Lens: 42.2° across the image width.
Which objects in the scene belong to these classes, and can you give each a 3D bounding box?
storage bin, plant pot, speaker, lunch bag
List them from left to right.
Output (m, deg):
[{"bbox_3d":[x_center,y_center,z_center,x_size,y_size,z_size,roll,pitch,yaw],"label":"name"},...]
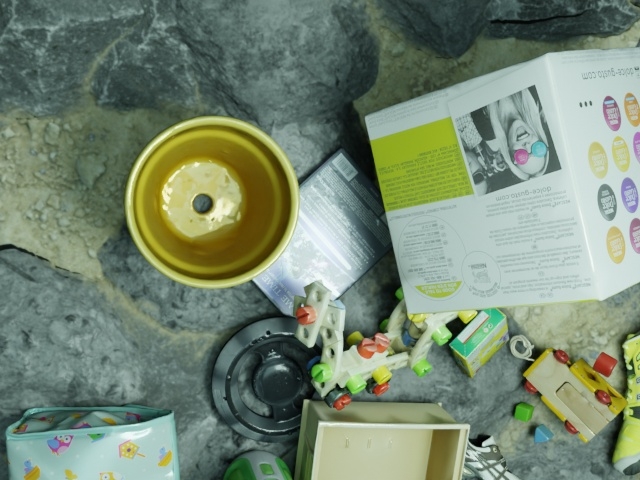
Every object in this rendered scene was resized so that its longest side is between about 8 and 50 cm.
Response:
[{"bbox_3d":[-0.355,0.383,1.336,0.262,0.160,0.223,-3,93,-6],"label":"lunch bag"},{"bbox_3d":[-0.177,-0.060,1.306,0.254,0.239,0.254,-1,93,-12],"label":"plant pot"},{"bbox_3d":[-0.086,0.430,1.322,0.131,0.296,0.131,-1,93,-12],"label":"speaker"},{"bbox_3d":[0.093,0.413,1.428,0.262,0.123,0.260,4,100,-15],"label":"storage bin"}]

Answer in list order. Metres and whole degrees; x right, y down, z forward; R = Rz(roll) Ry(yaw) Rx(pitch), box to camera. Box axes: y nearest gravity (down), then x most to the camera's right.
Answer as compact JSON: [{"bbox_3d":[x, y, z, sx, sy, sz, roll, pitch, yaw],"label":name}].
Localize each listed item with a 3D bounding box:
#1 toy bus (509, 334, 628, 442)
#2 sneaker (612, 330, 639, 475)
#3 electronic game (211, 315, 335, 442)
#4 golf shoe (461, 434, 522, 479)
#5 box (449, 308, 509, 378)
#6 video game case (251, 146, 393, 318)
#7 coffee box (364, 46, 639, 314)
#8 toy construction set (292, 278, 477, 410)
[{"bbox_3d":[0.461,0.266,1.525,0.104,0.191,0.202,-12,98,-54],"label":"toy bus"},{"bbox_3d":[0.628,0.254,1.565,0.147,0.145,0.384,25,91,19],"label":"sneaker"},{"bbox_3d":[-0.075,0.242,1.440,0.229,0.048,0.229,-3,101,-13],"label":"electronic game"},{"bbox_3d":[0.316,0.410,1.518,0.198,0.077,0.094,27,87,-13],"label":"golf shoe"},{"bbox_3d":[0.284,0.182,1.468,0.105,0.179,0.043,-45,63,-6],"label":"box"},{"bbox_3d":[0.000,0.000,1.456,0.274,0.026,0.196,-43,100,-6],"label":"video game case"},{"bbox_3d":[0.326,-0.087,1.285,0.338,0.338,0.334,-15,92,-43],"label":"coffee box"},{"bbox_3d":[0.089,0.163,1.370,0.328,0.151,0.215,6,132,-37],"label":"toy construction set"}]
